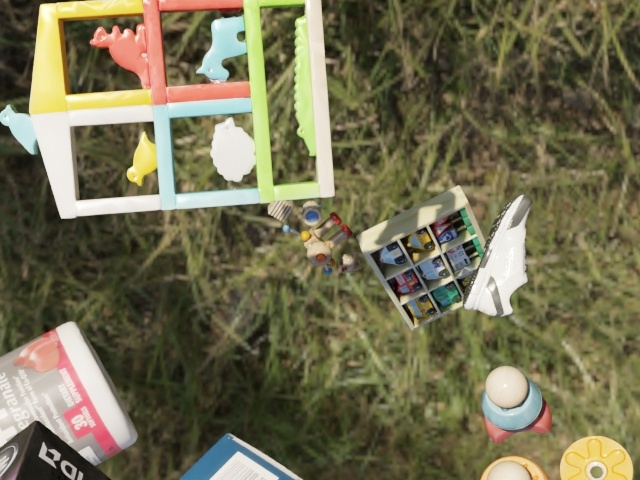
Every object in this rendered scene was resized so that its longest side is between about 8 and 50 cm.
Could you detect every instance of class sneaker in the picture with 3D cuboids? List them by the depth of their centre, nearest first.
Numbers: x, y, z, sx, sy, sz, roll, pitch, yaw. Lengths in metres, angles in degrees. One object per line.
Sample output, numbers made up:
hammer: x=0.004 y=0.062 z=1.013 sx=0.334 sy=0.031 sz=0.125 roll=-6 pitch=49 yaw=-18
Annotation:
sneaker: x=0.157 y=0.014 z=0.928 sx=0.044 sy=0.109 sz=0.040 roll=22 pitch=178 yaw=2

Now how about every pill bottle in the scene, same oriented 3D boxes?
pill bottle: x=-0.402 y=0.247 z=1.355 sx=0.319 sy=0.176 sz=0.176 roll=-29 pitch=145 yaw=-11

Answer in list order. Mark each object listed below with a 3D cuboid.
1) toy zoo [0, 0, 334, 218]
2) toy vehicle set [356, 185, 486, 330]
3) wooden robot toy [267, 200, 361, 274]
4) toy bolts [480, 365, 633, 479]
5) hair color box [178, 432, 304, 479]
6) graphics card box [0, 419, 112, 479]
toy zoo: x=-0.140 y=-0.122 z=0.995 sx=0.293 sy=0.192 sz=0.030 roll=-4 pitch=-174 yaw=-3
toy vehicle set: x=0.172 y=0.033 z=1.673 sx=0.166 sy=0.035 sz=0.267 roll=-27 pitch=145 yaw=6
wooden robot toy: x=0.000 y=0.000 z=1.584 sx=0.076 sy=0.079 sz=0.173 roll=-40 pitch=109 yaw=13
toy bolts: x=0.311 y=0.280 z=1.557 sx=0.218 sy=0.228 sz=0.158 roll=-19 pitch=146 yaw=8
hair color box: x=-0.041 y=0.429 z=1.482 sx=0.174 sy=0.105 sz=0.347 roll=23 pitch=147 yaw=45
graphics card box: x=-0.249 y=0.298 z=0.643 sx=0.233 sy=0.371 sz=0.094 roll=-38 pitch=111 yaw=19
